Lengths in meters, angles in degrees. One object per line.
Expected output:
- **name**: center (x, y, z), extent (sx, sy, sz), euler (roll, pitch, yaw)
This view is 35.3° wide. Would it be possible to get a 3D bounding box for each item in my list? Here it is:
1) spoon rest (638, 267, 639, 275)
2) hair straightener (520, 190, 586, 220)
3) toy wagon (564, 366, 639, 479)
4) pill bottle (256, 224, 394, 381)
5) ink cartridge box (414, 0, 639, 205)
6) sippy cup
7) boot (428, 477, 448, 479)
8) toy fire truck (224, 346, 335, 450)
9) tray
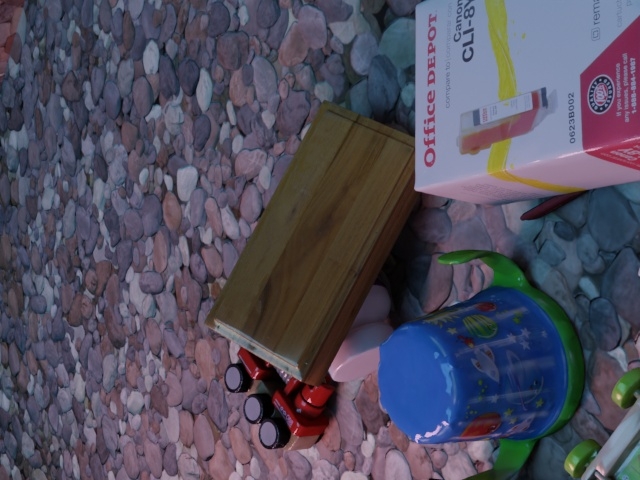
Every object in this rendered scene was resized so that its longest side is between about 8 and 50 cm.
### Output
- **spoon rest**: center (0.510, 0.069, 1.150), extent (0.276, 0.084, 0.137), euler (32, 121, 31)
- **hair straightener**: center (0.342, -0.106, 1.349), extent (0.230, 0.047, 0.089), euler (-35, 67, 52)
- **toy wagon**: center (0.423, 0.336, 1.235), extent (0.267, 0.068, 0.344), euler (45, 116, 40)
- **pill bottle**: center (0.017, 0.078, 1.699), extent (0.169, 0.169, 0.301), euler (-50, 57, 43)
- **ink cartridge box**: center (0.298, -0.209, 1.268), extent (0.385, 0.160, 0.279), euler (-11, 74, 53)
- **sippy cup**: center (0.209, 0.185, 1.417), extent (0.240, 0.224, 0.305), euler (-49, 56, 43)
- **boot**: center (0.239, 0.514, 1.416), extent (0.348, 0.131, 0.260), euler (27, 92, 44)
- **toy fire truck**: center (-0.057, 0.236, 1.847), extent (0.217, 0.158, 0.246), euler (52, 121, 35)
- **tray**: center (0.000, 0.000, 1.592), extent (0.203, 0.076, 0.410), euler (27, 88, 28)
